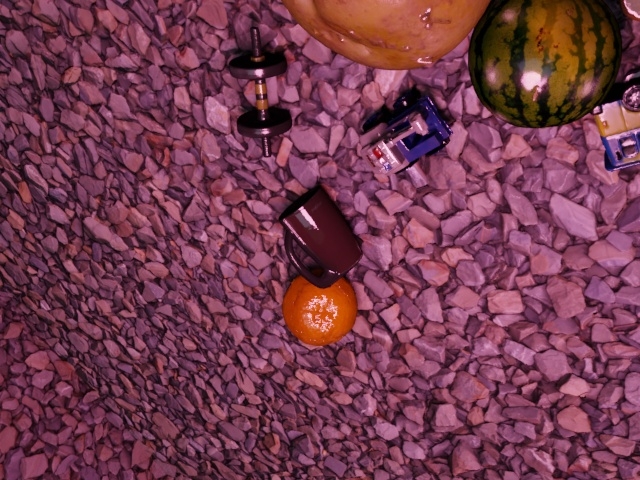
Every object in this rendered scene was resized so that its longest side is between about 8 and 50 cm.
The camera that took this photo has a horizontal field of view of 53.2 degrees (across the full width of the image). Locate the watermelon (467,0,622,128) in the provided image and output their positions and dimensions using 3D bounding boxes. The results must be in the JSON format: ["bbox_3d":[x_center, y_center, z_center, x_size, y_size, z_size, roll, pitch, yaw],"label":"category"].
[{"bbox_3d":[0.424,-0.355,1.233,0.285,0.285,0.285,11,124,18],"label":"watermelon"}]

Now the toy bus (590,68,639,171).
[{"bbox_3d":[0.695,-0.259,1.264,0.287,0.138,0.175,-14,112,30],"label":"toy bus"}]

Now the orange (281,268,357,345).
[{"bbox_3d":[-0.001,0.190,1.819,0.219,0.193,0.219,-1,79,5],"label":"orange"}]

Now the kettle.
[{"bbox_3d":[0.000,0.000,1.711,0.232,0.202,0.144,51,153,-12],"label":"kettle"}]

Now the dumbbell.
[{"bbox_3d":[-0.146,-0.359,1.581,0.143,0.143,0.326,8,122,20],"label":"dumbbell"}]

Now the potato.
[{"bbox_3d":[0.093,-0.497,1.234,0.442,0.385,0.319,38,132,16],"label":"potato"}]

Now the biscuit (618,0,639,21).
[{"bbox_3d":[0.656,-0.604,1.115,0.368,0.076,0.394,-29,102,35],"label":"biscuit"}]

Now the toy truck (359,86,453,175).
[{"bbox_3d":[0.188,-0.233,1.487,0.213,0.177,0.161,-29,106,34],"label":"toy truck"}]
